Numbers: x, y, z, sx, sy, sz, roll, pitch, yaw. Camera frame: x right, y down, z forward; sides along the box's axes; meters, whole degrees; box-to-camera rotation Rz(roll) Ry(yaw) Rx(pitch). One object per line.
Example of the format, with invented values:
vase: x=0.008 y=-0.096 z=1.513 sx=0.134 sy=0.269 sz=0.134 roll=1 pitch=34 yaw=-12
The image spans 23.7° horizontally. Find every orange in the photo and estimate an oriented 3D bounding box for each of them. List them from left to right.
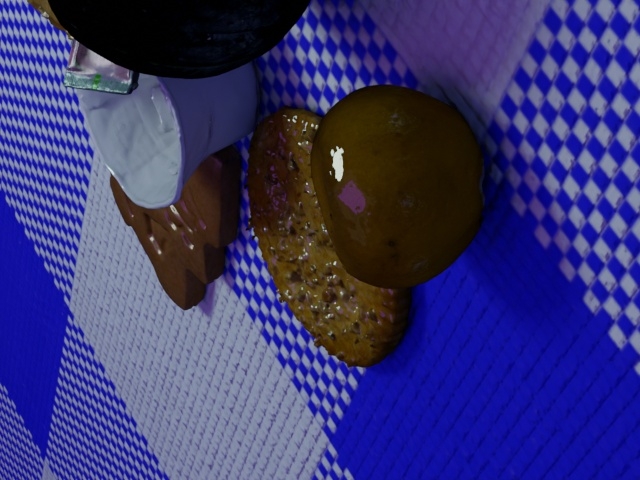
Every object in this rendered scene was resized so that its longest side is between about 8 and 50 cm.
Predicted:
orange: x=0.061 y=-0.041 z=1.162 sx=0.156 sy=0.134 sz=0.157 roll=-5 pitch=-90 yaw=-78

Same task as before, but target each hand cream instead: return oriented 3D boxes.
hand cream: x=-0.167 y=-0.265 z=1.340 sx=0.079 sy=0.050 sz=0.275 roll=12 pitch=91 yaw=62

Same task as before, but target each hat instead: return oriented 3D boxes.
hat: x=-0.135 y=-0.135 z=1.438 sx=0.203 sy=0.126 sz=0.203 roll=41 pitch=142 yaw=41

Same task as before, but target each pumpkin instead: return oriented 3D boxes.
pumpkin: x=-0.091 y=-0.268 z=1.145 sx=0.315 sy=0.238 sz=0.315 roll=180 pitch=90 yaw=-74

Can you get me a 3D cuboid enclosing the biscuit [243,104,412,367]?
biscuit: x=0.000 y=0.000 z=1.395 sx=0.254 sy=0.035 sz=0.254 roll=41 pitch=142 yaw=42

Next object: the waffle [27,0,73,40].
waffle: x=-0.288 y=-0.360 z=1.551 sx=0.308 sy=0.091 sz=0.213 roll=38 pitch=137 yaw=33

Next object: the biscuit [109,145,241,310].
biscuit: x=-0.164 y=-0.064 z=1.639 sx=0.306 sy=0.043 sz=0.284 roll=-16 pitch=96 yaw=63
